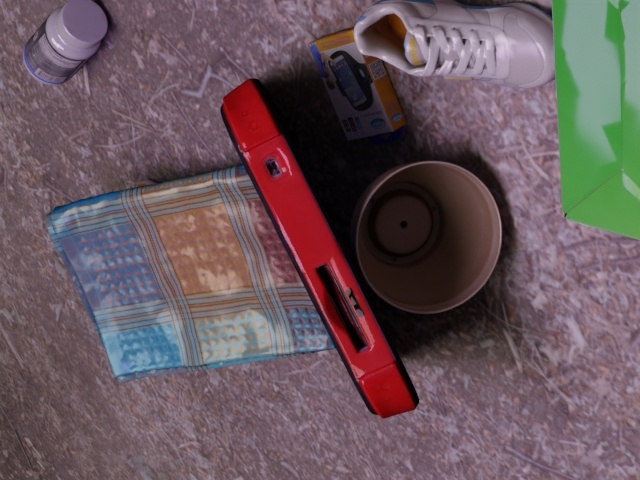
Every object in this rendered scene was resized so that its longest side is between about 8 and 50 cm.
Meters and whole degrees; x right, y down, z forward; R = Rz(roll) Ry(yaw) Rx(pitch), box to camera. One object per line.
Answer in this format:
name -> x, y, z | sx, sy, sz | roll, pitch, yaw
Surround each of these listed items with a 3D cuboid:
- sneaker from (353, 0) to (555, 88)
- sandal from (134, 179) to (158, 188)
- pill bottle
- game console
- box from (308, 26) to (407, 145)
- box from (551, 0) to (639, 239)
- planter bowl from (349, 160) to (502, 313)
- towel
sneaker -> 0.137, -0.190, 1.429 | 0.229, 0.092, 0.087 | 18, 127, 41
sandal -> -0.194, 0.038, 2.004 | 0.265, 0.076, 0.102 | 50, 144, 11
pill bottle -> -0.341, -0.268, 1.955 | 0.078, 0.078, 0.137 | 59, 144, -1
game console -> 0.000, 0.000, 1.628 | 0.386, 0.060, 0.342 | 64, -177, -5
box -> 0.043, -0.167, 1.614 | 0.081, 0.028, 0.136 | -8, 107, 52
box -> 0.294, -0.163, 1.141 | 0.127, 0.231, 0.262 | 20, 129, 40
planter bowl -> 0.101, -0.010, 1.569 | 0.109, 0.162, 0.162 | -149, 36, -73
towel -> -0.175, 0.049, 1.920 | 0.370, 0.040, 0.271 | -10, 109, 31
